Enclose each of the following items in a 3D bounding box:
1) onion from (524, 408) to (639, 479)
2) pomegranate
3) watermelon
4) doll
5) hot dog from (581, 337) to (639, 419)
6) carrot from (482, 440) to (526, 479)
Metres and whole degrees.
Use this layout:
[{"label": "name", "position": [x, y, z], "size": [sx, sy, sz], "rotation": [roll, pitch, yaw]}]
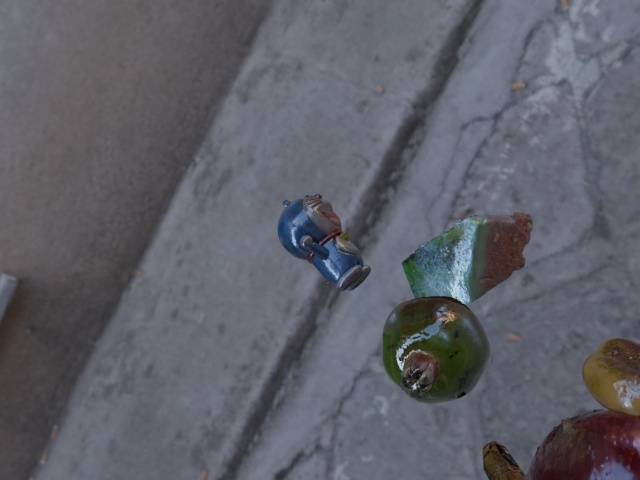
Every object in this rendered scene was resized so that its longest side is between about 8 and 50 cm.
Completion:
[{"label": "onion", "position": [0.386, 0.320, 1.271], "size": [0.276, 0.276, 0.276], "rotation": [-28, 52, 41]}, {"label": "pomegranate", "position": [0.172, 0.183, 1.629], "size": [0.180, 0.180, 0.209], "rotation": [-39, 1, 33]}, {"label": "watermelon", "position": [0.305, 0.026, 1.902], "size": [0.193, 0.256, 0.140], "rotation": [-31, 81, 49]}, {"label": "doll", "position": [0.000, 0.000, 1.365], "size": [0.085, 0.114, 0.152], "rotation": [-46, 71, 14]}, {"label": "hot dog", "position": [0.337, 0.155, 1.086], "size": [0.140, 0.090, 0.060], "rotation": [27, 131, 54]}, {"label": "carrot", "position": [0.359, 0.455, 1.896], "size": [0.069, 0.069, 0.229], "rotation": [-57, 27, 14]}]
